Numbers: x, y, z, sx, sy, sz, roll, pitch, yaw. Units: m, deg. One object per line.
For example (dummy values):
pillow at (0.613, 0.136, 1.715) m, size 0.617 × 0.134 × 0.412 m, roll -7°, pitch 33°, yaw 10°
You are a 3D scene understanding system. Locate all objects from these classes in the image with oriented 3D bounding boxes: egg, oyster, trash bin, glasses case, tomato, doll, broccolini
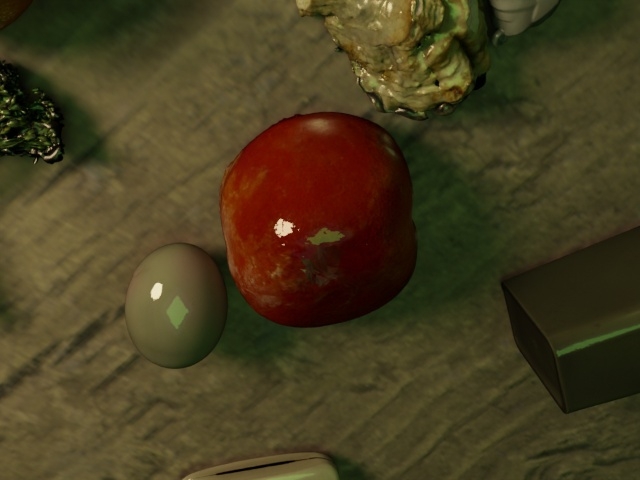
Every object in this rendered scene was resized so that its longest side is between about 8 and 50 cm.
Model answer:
egg at (-0.147, 0.067, 0.688) m, size 0.103 × 0.103 × 0.134 m, roll 3°, pitch 112°, yaw -11°
oyster at (0.070, -0.190, 0.625) m, size 0.191 × 0.081 × 0.163 m, roll 10°, pitch 120°, yaw 5°
trash bin at (0.348, 0.078, 0.746) m, size 0.241 × 0.164 × 0.122 m, roll -20°, pitch 115°, yaw 0°
glasses case at (-0.077, 0.313, 0.838) m, size 0.204 × 0.051 × 0.080 m, roll -6°, pitch 116°, yaw -7°
tomato at (0.000, 0.000, 0.664) m, size 0.201 × 0.139 × 0.232 m, roll -12°, pitch 116°, yaw 2°
doll at (0.204, -0.266, 0.622) m, size 0.094 × 0.079 × 0.180 m, roll 7°, pitch 110°, yaw -48°
broccolini at (-0.315, -0.036, 0.636) m, size 0.123 × 0.062 × 0.271 m, roll 18°, pitch 105°, yaw -1°

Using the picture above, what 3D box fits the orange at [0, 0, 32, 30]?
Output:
orange at (-0.295, -0.222, 0.510) m, size 0.155 × 0.154 × 0.134 m, roll -23°, pitch 98°, yaw 1°
